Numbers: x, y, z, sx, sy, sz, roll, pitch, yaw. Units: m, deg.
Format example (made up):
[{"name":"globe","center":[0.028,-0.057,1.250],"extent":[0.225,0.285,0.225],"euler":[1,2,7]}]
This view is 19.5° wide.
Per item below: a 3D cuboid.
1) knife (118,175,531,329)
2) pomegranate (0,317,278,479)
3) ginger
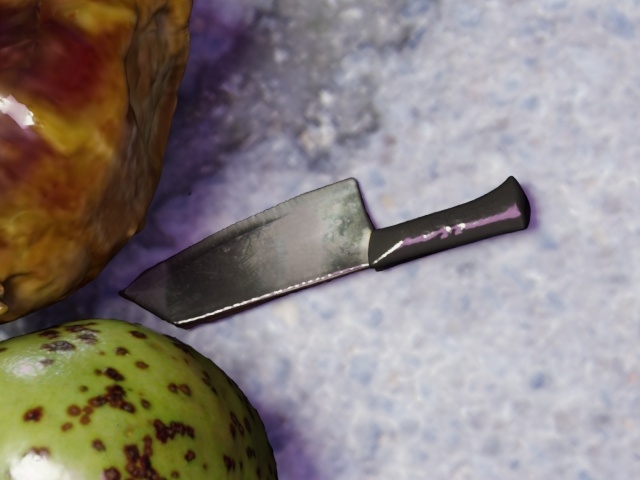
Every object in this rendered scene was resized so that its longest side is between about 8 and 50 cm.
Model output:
[{"name":"knife","center":[0.000,0.000,1.023],"extent":[0.230,0.028,0.060],"euler":[-17,73,3]},{"name":"pomegranate","center":[-0.139,0.124,0.943],"extent":[0.214,0.214,0.248],"euler":[-51,51,-3]},{"name":"ginger","center":[-0.202,-0.098,0.917],"extent":[0.274,0.152,0.357],"euler":[-14,71,-12]}]
